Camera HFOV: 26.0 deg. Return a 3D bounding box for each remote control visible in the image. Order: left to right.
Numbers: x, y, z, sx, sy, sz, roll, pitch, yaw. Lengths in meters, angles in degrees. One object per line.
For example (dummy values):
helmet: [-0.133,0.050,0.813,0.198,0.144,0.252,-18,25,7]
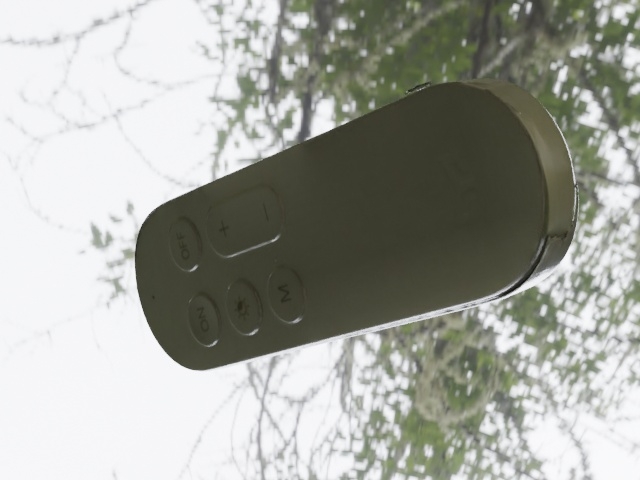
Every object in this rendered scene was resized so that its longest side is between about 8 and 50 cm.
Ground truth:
remote control: [0.000,0.000,0.530,0.022,0.245,0.077,-15,-93,-40]
